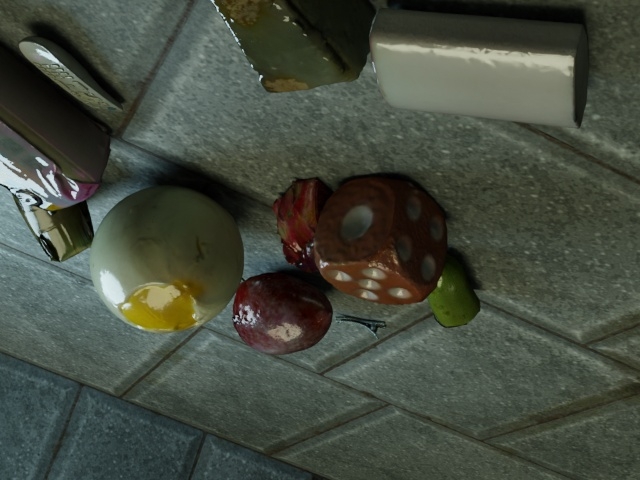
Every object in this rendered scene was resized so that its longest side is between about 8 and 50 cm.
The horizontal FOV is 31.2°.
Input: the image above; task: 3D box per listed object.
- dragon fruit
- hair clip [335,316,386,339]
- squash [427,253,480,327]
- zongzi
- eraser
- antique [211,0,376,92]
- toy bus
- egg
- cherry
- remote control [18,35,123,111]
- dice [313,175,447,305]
[{"bbox_3d":[-0.007,0.009,2.126,0.161,0.126,0.274,-3,148,37],"label":"dragon fruit"},{"bbox_3d":[0.087,0.192,2.556,0.115,0.039,0.030,11,149,20],"label":"hair clip"},{"bbox_3d":[0.236,0.084,2.175,0.095,0.095,0.188,5,149,26],"label":"squash"},{"bbox_3d":[-0.552,-0.115,2.303,0.289,0.123,0.260,-124,12,-62],"label":"zongzi"},{"bbox_3d":[0.213,-0.227,1.523,0.270,0.095,0.174,8,154,19],"label":"eraser"},{"bbox_3d":[-0.056,-0.319,1.472,0.150,0.125,0.284,0,151,31],"label":"antique"},{"bbox_3d":[-0.530,-0.197,1.995,0.162,0.171,0.386,-8,146,37],"label":"toy bus"},{"bbox_3d":[-0.303,0.036,2.195,0.283,0.283,0.345,31,159,-27],"label":"egg"},{"bbox_3d":[-0.074,0.153,2.422,0.249,0.175,0.192,-1,136,38],"label":"cherry"},{"bbox_3d":[-0.411,-0.277,1.900,0.073,0.044,0.229,6,162,31],"label":"remote control"},{"bbox_3d":[0.109,0.002,1.988,0.175,0.174,0.179,-7,150,41],"label":"dice"}]
